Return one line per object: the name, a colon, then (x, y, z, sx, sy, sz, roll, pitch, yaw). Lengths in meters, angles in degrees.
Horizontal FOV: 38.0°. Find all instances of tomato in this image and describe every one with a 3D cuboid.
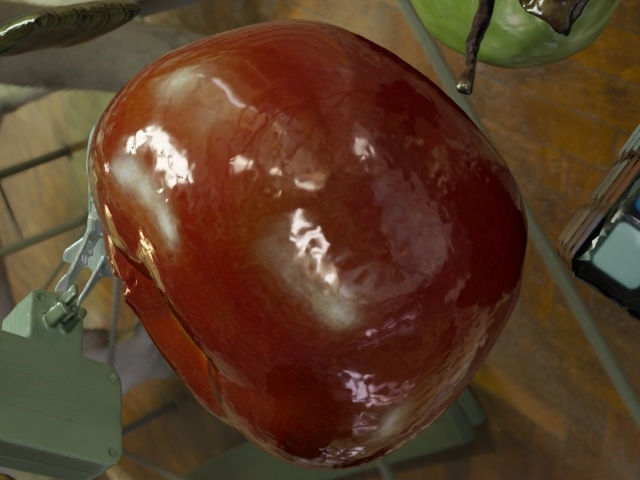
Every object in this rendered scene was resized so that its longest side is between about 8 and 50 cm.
tomato: (0.000, 0.000, 0.582, 0.298, 0.226, 0.298, 48, 156, 29)

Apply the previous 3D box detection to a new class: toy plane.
toy plane: (-0.233, -0.048, 1.084, 0.101, 0.251, 0.255, 19, 123, -5)

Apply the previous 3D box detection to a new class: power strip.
power strip: (-0.386, 0.189, 1.323, 0.141, 0.229, 0.261, -38, 44, 30)

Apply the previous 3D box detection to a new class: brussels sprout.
brussels sprout: (0.226, -0.363, 1.083, 0.328, 0.247, 0.328, 13, 118, 26)

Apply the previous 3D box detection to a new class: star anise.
star anise: (0.120, -0.149, 0.503, 0.070, 0.190, 0.097, 13, 146, 21)

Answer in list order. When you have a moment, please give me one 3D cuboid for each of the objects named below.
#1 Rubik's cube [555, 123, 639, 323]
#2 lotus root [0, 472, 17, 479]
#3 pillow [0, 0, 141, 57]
Rubik's cube: (0.260, -0.011, 0.523, 0.182, 0.187, 0.184, 35, -174, 6)
lotus root: (-0.626, 0.448, 1.622, 0.094, 0.191, 0.108, 57, 166, 20)
pillow: (-0.305, -0.248, 1.082, 0.113, 0.203, 0.038, -19, 98, 25)
